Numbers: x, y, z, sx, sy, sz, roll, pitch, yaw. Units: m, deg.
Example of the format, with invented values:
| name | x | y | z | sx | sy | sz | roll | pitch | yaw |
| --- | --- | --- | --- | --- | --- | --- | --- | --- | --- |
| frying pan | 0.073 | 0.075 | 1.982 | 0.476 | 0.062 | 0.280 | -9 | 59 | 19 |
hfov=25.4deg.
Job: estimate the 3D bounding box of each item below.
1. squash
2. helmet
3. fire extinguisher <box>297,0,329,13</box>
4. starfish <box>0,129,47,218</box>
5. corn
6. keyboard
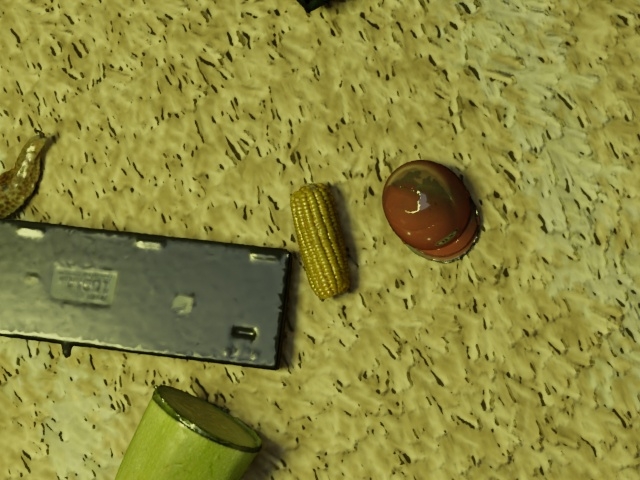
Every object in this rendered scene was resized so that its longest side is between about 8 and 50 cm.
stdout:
| name | x | y | z | sx | sy | sz | roll | pitch | yaw |
| --- | --- | --- | --- | --- | --- | --- | --- | --- | --- |
| squash | -0.123 | 0.229 | 1.075 | 0.094 | 0.094 | 0.224 | 24 | 96 | 19 |
| helmet | 0.079 | -0.025 | 1.058 | 0.065 | 0.049 | 0.084 | -40 | 72 | 7 |
| fire extinguisher | 0.102 | -0.282 | 1.070 | 0.311 | 0.095 | 0.114 | -29 | 113 | 13 |
| starfish | -0.344 | -0.006 | 1.184 | 0.236 | 0.062 | 0.277 | 42 | 87 | 20 |
| corn | 0.000 | 0.000 | 1.088 | 0.037 | 0.037 | 0.092 | -15 | 80 | 15 |
| keyboard | -0.182 | 0.041 | 1.109 | 0.317 | 0.027 | 0.106 | 7 | 80 | 5 |
